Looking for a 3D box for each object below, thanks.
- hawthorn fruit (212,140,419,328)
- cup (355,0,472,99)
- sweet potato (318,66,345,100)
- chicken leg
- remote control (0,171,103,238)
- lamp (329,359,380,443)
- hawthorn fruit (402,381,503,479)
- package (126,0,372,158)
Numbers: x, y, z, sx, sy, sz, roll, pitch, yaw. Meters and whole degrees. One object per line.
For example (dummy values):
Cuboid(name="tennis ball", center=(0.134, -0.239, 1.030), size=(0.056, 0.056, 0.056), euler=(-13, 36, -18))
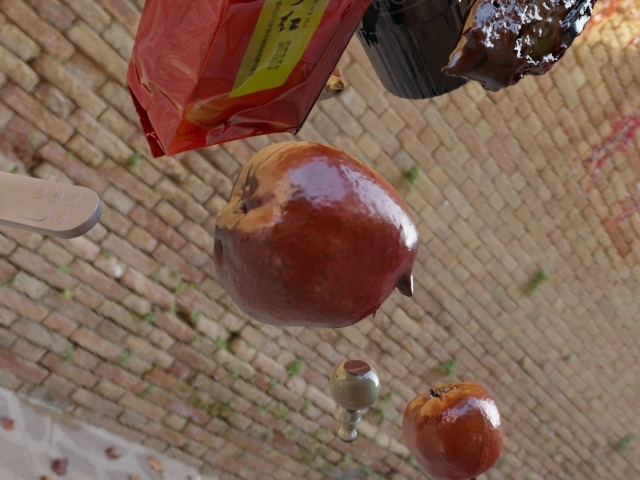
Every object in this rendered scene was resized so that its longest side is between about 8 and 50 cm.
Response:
Cuboid(name="hawthorn fruit", center=(-0.010, -0.011, 1.223), size=(0.295, 0.311, 0.295), euler=(173, -90, -87))
Cuboid(name="cup", center=(0.186, -0.437, 1.417), size=(0.292, 0.308, 0.242), euler=(59, -1, -42))
Cuboid(name="sweet potato", center=(0.006, -0.266, 1.402), size=(0.249, 0.069, 0.059), euler=(-94, 164, -72))
Cuboid(name="chicken leg", center=(0.152, -0.177, 0.544), size=(0.063, 0.234, 0.105), euler=(24, -14, 43))
Cuboid(name="remote control", center=(-0.395, -0.050, 1.098), size=(0.245, 0.077, 0.022), euler=(11, -34, 26))
Cuboid(name="lamp", center=(0.057, 0.296, 1.467), size=(0.091, 0.163, 0.091), euler=(5, 23, -2))
Cuboid(name="hawthorn fruit", center=(0.263, 0.382, 1.553), size=(0.196, 0.196, 0.225), euler=(-108, 177, -82))
Cuboid(name="package", center=(-0.055, -0.243, 0.804), size=(0.123, 0.196, 0.423), euler=(59, -35, 18))
